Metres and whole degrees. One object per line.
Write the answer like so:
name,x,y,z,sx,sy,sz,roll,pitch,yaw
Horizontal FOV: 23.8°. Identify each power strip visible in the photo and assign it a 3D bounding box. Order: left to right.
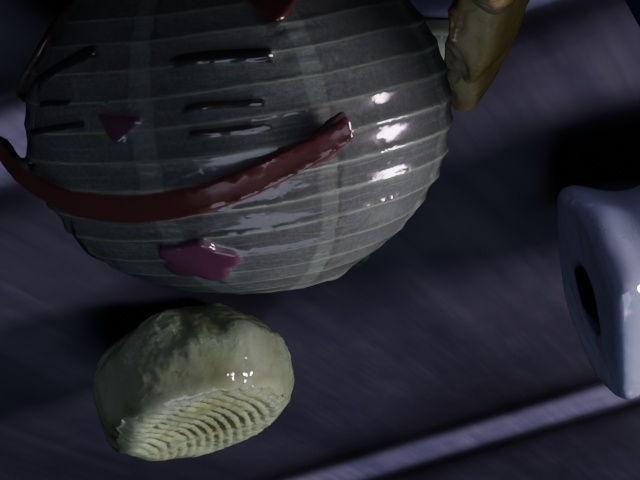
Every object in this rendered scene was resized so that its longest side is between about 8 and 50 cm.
power strip,0.078,-0.142,1.089,0.090,0.016,0.040,-2,151,-24

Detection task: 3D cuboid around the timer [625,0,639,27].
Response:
timer,0.386,-0.198,0.907,0.383,0.270,0.270,-31,151,8

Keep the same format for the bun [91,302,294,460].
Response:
bun,-0.123,0.124,1.405,0.195,0.118,0.195,-15,159,-6

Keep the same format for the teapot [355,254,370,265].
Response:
teapot,0.000,0.000,1.310,0.043,0.043,0.111,-34,152,34

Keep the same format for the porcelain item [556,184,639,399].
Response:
porcelain item,0.416,-0.004,1.285,0.405,0.178,0.242,-15,131,-3

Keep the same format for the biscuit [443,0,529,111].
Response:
biscuit,0.115,-0.178,0.896,0.045,0.154,0.299,23,173,6

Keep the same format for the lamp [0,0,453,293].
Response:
lamp,-0.055,-0.081,0.925,0.265,0.233,0.233,-9,156,17
